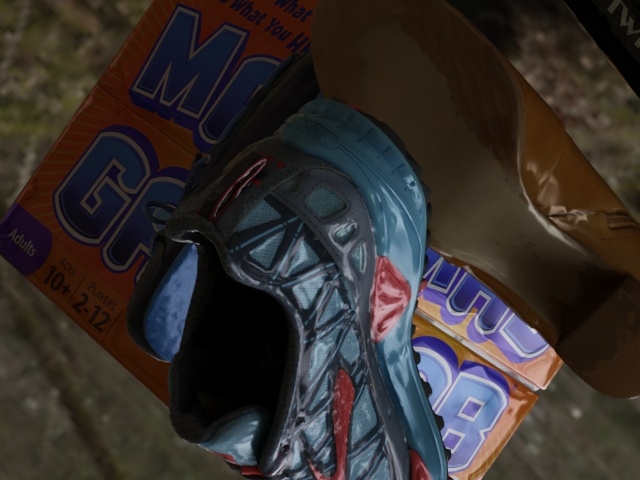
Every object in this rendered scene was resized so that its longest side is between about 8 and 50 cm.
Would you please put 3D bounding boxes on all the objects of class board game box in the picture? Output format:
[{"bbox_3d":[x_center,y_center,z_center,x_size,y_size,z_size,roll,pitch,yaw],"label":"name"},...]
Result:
[{"bbox_3d":[0.000,0.000,1.752,0.356,0.356,0.356,36,-88,41],"label":"board game box"}]

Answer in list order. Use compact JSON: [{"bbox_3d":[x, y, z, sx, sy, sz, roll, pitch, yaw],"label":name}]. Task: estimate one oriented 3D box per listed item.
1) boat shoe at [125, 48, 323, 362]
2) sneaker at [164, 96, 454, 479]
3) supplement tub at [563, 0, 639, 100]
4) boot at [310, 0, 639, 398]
[{"bbox_3d":[-0.047,-0.023,1.301,0.089,0.109,0.258,14,-125,46],"label":"boat shoe"},{"bbox_3d":[-0.021,0.068,0.868,0.125,0.262,0.104,-29,-143,-34],"label":"sneaker"},{"bbox_3d":[0.235,-0.129,0.920,0.207,0.338,0.207,-34,169,-7],"label":"supplement tub"},{"bbox_3d":[0.112,-0.031,1.134,0.104,0.295,0.211,-39,177,12],"label":"boot"}]
